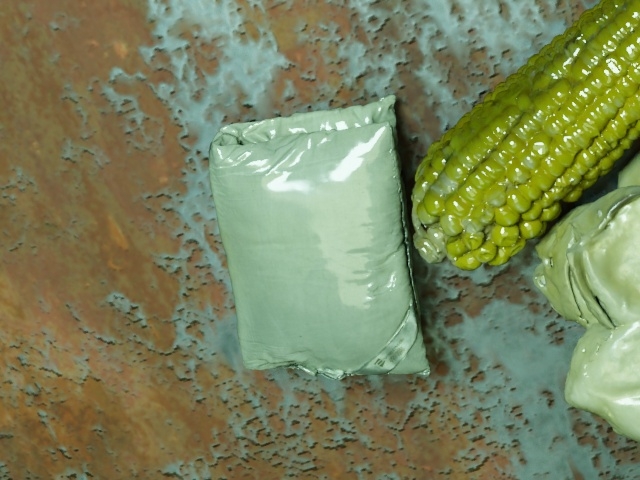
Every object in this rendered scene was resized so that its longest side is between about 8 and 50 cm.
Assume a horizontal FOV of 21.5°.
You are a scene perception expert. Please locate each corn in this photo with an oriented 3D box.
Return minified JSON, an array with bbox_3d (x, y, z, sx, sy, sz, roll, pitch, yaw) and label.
[{"bbox_3d":[0.178,-0.097,1.034,0.320,0.097,0.097,-42,98,20],"label":"corn"}]

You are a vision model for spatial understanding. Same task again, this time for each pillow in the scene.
[{"bbox_3d":[0.000,0.000,1.115,0.134,0.078,0.181,-3,109,13],"label":"pillow"}]

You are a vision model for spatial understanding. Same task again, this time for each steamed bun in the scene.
[{"bbox_3d":[0.229,0.034,1.071,0.192,0.106,0.177,-36,96,12],"label":"steamed bun"}]
